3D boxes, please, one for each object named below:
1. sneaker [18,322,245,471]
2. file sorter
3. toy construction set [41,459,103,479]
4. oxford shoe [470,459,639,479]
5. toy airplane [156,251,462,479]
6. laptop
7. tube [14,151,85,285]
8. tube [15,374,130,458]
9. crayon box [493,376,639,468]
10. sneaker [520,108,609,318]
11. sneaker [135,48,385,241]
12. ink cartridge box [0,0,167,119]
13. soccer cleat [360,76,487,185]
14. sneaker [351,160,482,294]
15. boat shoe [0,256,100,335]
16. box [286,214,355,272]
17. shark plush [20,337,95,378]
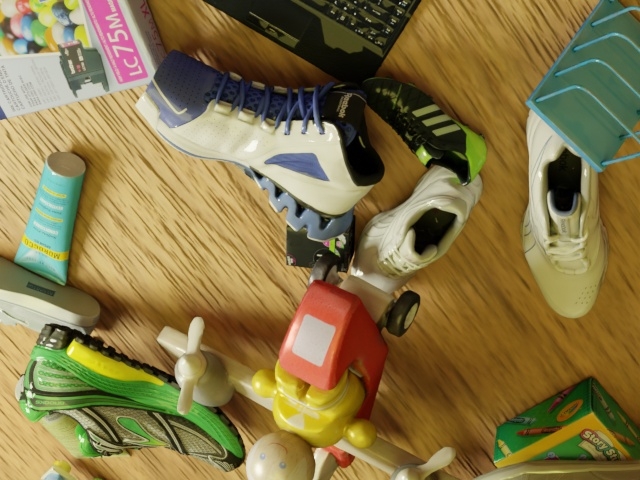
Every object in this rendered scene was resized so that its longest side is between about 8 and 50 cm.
[{"bbox_3d":[-0.260,0.244,1.766,0.344,0.134,0.146,28,87,-19],"label":"sneaker"},{"bbox_3d":[0.334,-0.182,1.382,0.118,0.170,0.104,41,163,-12],"label":"file sorter"},{"bbox_3d":[-0.299,0.486,1.966,0.328,0.151,0.215,25,126,10],"label":"toy construction set"},{"bbox_3d":[0.343,0.379,1.661,0.449,0.130,0.169,-11,119,20],"label":"oxford shoe"},{"bbox_3d":[-0.006,0.235,1.635,0.386,0.272,0.384,-16,118,48],"label":"toy airplane"},{"bbox_3d":[0.002,-0.300,1.422,0.234,0.136,0.264,30,122,-5],"label":"laptop"},{"bbox_3d":[-0.365,-0.028,1.727,0.080,0.052,0.207,28,129,7],"label":"tube"},{"bbox_3d":[-0.369,0.269,1.868,0.070,0.062,0.240,36,163,36],"label":"tube"},{"bbox_3d":[0.389,0.337,1.748,0.165,0.081,0.278,-34,108,27],"label":"crayon box"},{"bbox_3d":[0.289,-0.025,1.526,0.111,0.129,0.297,-4,120,14],"label":"sneaker"},{"bbox_3d":[-0.043,-0.146,1.517,0.315,0.127,0.182,35,135,-17],"label":"sneaker"},{"bbox_3d":[-0.361,-0.255,1.579,0.311,0.065,0.185,-10,117,20],"label":"ink cartridge box"},{"bbox_3d":[0.122,-0.133,1.523,0.179,0.072,0.060,31,144,-10],"label":"soccer cleat"},{"bbox_3d":[0.108,0.003,1.591,0.090,0.115,0.232,34,122,-8],"label":"sneaker"},{"bbox_3d":[-0.427,0.089,1.787,0.228,0.079,0.081,22,118,-4],"label":"boat shoe"},{"bbox_3d":[0.000,0.000,1.652,0.083,0.052,0.062,7,121,9],"label":"box"},{"bbox_3d":[-0.373,0.203,1.862,0.161,0.073,0.067,-19,145,17],"label":"shark plush"}]
